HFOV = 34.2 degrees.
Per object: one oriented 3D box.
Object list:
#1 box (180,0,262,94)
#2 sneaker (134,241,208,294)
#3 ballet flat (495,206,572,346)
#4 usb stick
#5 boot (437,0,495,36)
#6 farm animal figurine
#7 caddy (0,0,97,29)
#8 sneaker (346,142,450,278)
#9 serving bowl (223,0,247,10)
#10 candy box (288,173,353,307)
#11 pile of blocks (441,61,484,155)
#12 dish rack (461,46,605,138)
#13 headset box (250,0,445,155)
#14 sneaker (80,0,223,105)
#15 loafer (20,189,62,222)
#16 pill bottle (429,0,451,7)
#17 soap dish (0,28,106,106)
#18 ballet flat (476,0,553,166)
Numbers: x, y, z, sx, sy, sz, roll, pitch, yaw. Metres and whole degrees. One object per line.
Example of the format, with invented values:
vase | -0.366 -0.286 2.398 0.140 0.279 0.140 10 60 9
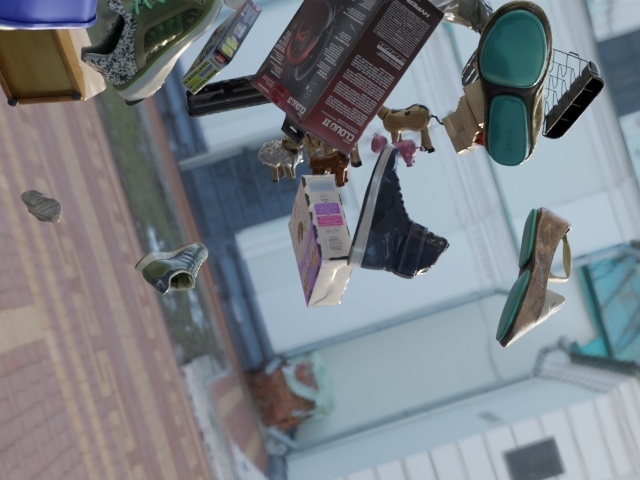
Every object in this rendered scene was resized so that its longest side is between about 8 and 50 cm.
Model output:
box | -0.184 -0.368 1.954 0.036 0.114 0.207 42 37 -18
sneaker | -0.268 0.061 1.999 0.086 0.064 0.192 49 28 17
ballet flat | 0.428 0.076 2.009 0.107 0.106 0.316 116 -5 -65
usb stick | -0.133 -0.300 2.076 0.045 0.278 0.077 80 -2 -49
boot | 0.350 -0.502 2.377 0.161 0.246 0.083 52 -48 6
farm animal figurine | 0.064 -0.245 2.327 0.326 0.330 0.172 8 -65 49
caddy | -0.555 -0.469 1.895 0.341 0.241 0.179 -19 134 -57
sneaker | 0.149 -0.045 1.783 0.086 0.163 0.226 96 8 -78
serving bowl | -0.208 -0.592 2.486 0.027 0.083 0.083 14 -48 39
candy box | 0.000 0.000 1.967 0.165 0.070 0.196 108 -26 -54
pile of blocks | 0.350 -0.257 2.038 0.362 0.149 0.113 114 -44 -72
dish rack | 0.449 -0.342 2.247 0.208 0.271 0.074 122 -18 -50
headset box | 0.026 -0.286 1.629 0.110 0.293 0.218 29 9 -35
sneaker | -0.337 -0.464 2.096 0.182 0.410 0.158 25 22 -39
loafer | -0.497 -0.054 1.869 0.125 0.045 0.039 29 -44 44
pill bottle | 0.176 -0.566 1.697 0.408 0.229 0.229 90 -17 -75
soap dish | -0.629 -0.428 2.293 0.291 0.228 0.118 77 15 -45
ballet flat | 0.319 -0.273 1.698 0.349 0.123 0.123 82 -8 -49
